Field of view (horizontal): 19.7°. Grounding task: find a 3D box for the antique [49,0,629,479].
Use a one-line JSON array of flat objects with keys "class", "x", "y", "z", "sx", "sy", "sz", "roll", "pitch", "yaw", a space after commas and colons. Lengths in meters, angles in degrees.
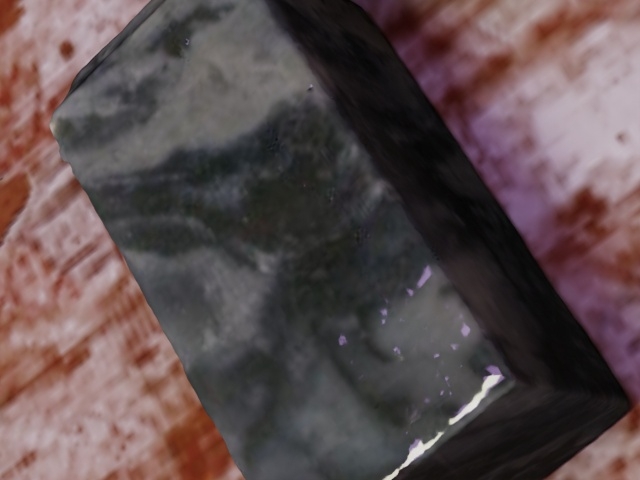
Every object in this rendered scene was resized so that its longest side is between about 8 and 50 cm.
[{"class": "antique", "x": 0.000, "y": 0.000, "z": 0.564, "sx": 0.088, "sy": 0.086, "sz": 0.183, "roll": -41, "pitch": 63, "yaw": 20}]
